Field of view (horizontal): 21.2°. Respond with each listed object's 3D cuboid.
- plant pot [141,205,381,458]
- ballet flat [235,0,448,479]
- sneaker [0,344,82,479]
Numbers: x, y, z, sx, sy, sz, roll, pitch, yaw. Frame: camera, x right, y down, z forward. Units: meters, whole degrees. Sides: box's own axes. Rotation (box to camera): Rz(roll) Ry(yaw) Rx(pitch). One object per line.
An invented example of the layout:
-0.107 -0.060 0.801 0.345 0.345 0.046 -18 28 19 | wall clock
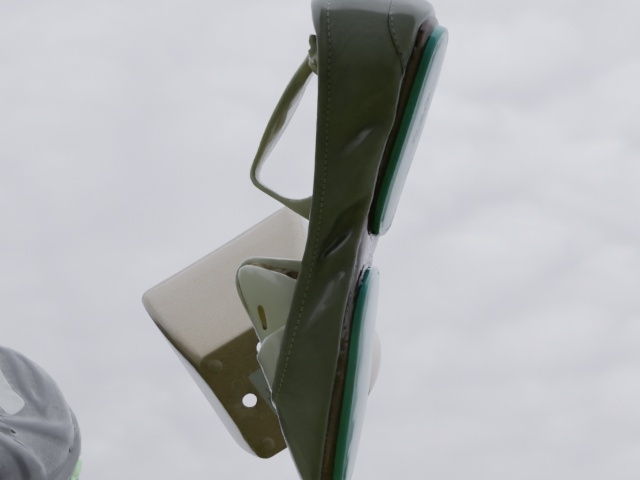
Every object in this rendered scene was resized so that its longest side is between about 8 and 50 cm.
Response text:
-0.027 0.062 0.982 0.109 0.096 0.109 -32 -70 0 | plant pot
0.000 0.000 0.708 0.068 0.213 0.072 12 1 9 | ballet flat
-0.289 0.117 1.163 0.185 0.202 0.483 1 4 10 | sneaker
